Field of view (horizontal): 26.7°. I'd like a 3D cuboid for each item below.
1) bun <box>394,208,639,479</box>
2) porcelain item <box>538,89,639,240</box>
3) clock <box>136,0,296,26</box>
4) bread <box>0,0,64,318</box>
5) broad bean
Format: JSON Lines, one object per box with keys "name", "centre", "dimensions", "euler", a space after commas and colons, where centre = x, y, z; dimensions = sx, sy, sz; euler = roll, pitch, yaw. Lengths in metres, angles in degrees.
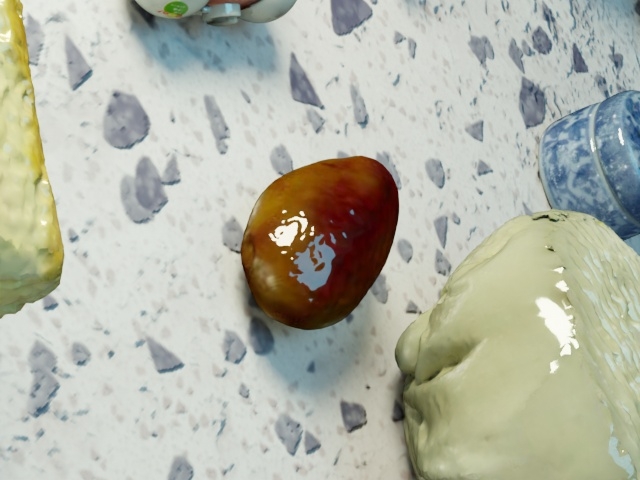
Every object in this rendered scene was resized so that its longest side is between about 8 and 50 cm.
{"name": "bun", "centre": [0.187, 0.151, 1.084], "dimensions": [0.360, 0.211, 0.360], "euler": [41, 35, -36]}
{"name": "porcelain item", "centre": [0.313, -0.075, 1.414], "dimensions": [0.147, 0.114, 0.147], "euler": [27, 53, -42]}
{"name": "clock", "centre": [-0.091, -0.242, 1.035], "dimensions": [0.166, 0.093, 0.162], "euler": [-8, 88, -52]}
{"name": "bread", "centre": [-0.277, -0.132, 0.686], "dimensions": [0.236, 0.165, 0.375], "euler": [-4, 78, -49]}
{"name": "broad bean", "centre": [0.000, 0.000, 1.029], "dimensions": [0.114, 0.084, 0.165], "euler": [49, 45, 2]}
